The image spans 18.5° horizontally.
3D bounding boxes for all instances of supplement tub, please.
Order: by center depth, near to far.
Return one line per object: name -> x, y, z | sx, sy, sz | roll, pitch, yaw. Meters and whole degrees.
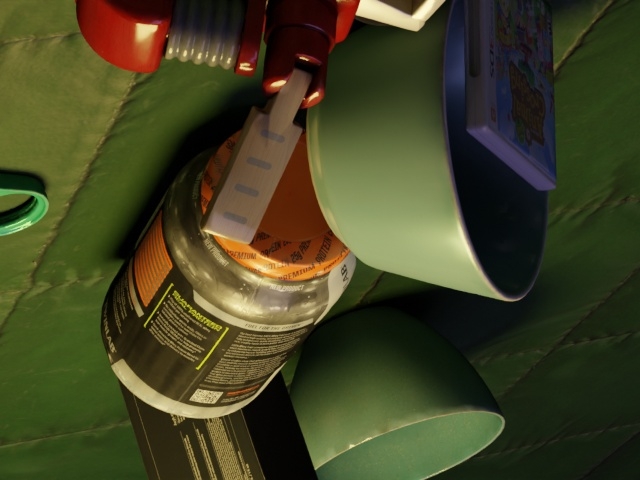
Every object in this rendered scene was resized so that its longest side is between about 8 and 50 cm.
supplement tub -> -0.090, 0.032, 2.038 | 0.207, 0.207, 0.338 | -8, 156, -28

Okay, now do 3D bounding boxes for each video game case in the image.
video game case -> 0.178, -0.165, 1.827 | 0.023, 0.193, 0.212 | -6, 164, 23

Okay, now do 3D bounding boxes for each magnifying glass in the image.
magnifying glass -> -0.337, -0.049, 1.880 | 0.092, 0.026, 0.231 | -25, 157, 12

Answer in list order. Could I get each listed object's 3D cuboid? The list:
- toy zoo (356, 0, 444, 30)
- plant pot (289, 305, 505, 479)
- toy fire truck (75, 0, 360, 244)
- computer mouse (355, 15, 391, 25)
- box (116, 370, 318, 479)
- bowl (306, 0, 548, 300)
toy zoo -> 0.053, -0.270, 1.578 | 0.192, 0.030, 0.293 | 21, 139, -24
plant pot -> 0.074, 0.202, 2.596 | 0.290, 0.195, 0.290 | -18, 158, -7
toy fire truck -> -0.086, -0.145, 1.512 | 0.217, 0.246, 0.158 | 9, 152, -9
computer mouse -> 0.117, -0.285, 1.655 | 0.184, 0.060, 0.262 | -2, 145, -12
box -> -0.129, 0.219, 2.373 | 0.184, 0.261, 0.103 | -34, 154, 33
bowl -> 0.095, -0.091, 1.850 | 0.163, 0.311, 0.311 | -6, 165, 24
